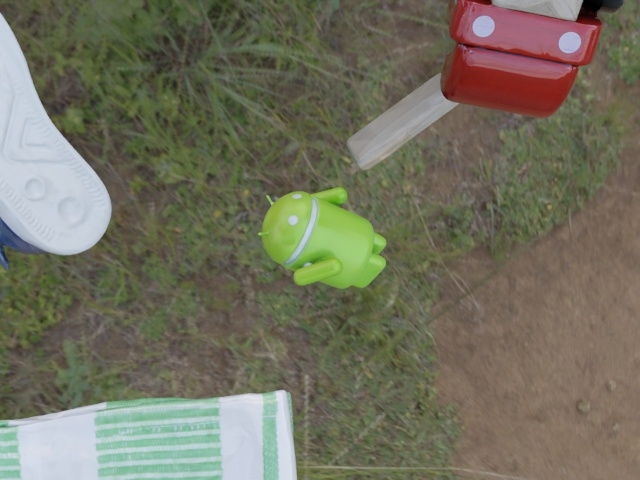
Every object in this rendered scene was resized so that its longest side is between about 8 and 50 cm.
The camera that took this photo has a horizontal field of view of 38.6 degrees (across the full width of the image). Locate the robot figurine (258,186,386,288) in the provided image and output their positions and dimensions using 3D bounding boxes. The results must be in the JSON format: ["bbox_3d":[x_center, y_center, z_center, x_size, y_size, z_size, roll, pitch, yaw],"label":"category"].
[{"bbox_3d":[0.000,0.000,0.792,0.067,0.115,0.101,-48,26,43],"label":"robot figurine"}]

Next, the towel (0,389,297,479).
[{"bbox_3d":[-0.169,0.215,0.524,0.325,0.038,0.248,-7,68,2],"label":"towel"}]

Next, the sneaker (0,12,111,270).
[{"bbox_3d":[-0.352,-0.119,0.892,0.130,0.323,0.236,-45,30,-23],"label":"sneaker"}]

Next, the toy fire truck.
[{"bbox_3d":[0.116,-0.146,0.712,0.158,0.217,0.246,10,120,-1],"label":"toy fire truck"}]
